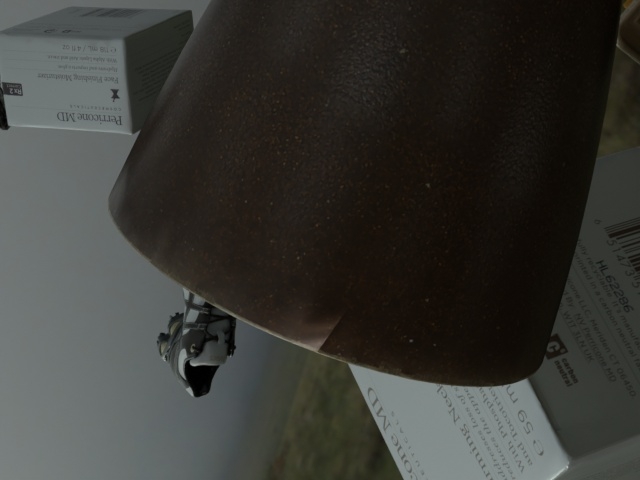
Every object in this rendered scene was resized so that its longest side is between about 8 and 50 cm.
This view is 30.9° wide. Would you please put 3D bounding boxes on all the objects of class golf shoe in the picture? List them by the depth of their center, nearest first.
[{"bbox_3d":[-0.109,0.081,1.219,0.094,0.077,0.198,62,142,41],"label":"golf shoe"}]

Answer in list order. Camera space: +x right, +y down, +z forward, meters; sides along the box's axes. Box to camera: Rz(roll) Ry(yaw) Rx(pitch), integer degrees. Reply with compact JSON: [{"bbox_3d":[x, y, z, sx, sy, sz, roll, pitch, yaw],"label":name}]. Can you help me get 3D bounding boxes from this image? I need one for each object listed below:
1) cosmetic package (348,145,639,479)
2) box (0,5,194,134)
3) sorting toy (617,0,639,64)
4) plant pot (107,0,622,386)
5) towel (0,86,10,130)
[{"bbox_3d":[0.279,0.148,1.428,0.329,0.327,0.393,63,155,23],"label":"cosmetic package"},{"bbox_3d":[-0.272,-0.216,1.436,0.182,0.181,0.119,-47,-42,-60],"label":"box"},{"bbox_3d":[0.431,-0.299,1.357,0.208,0.038,0.193,-55,-30,15],"label":"sorting toy"},{"bbox_3d":[0.044,-0.088,0.514,0.215,0.215,0.230,-72,4,-74],"label":"plant pot"},{"bbox_3d":[-0.577,-0.272,1.665,0.121,0.235,0.283,-49,-35,-33],"label":"towel"}]
